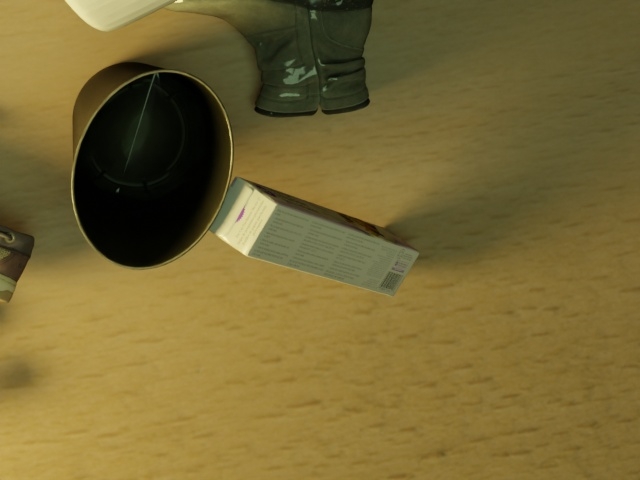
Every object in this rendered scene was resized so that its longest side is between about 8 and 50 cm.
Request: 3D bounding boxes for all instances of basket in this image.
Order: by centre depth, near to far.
[{"bbox_3d":[-0.186,-0.099,1.687,0.154,0.227,0.204,13,103,-16],"label":"basket"}]

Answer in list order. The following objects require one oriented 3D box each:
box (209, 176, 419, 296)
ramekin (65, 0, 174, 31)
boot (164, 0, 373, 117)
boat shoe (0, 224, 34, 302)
[{"bbox_3d":[0.000,0.000,1.749,0.324,0.063,0.067,16,106,-59],"label":"box"},{"bbox_3d":[-0.220,-0.338,1.585,0.135,0.277,0.277,-29,112,6],"label":"ramekin"},{"bbox_3d":[-0.058,-0.207,1.765,0.246,0.083,0.161,1,113,-12],"label":"boot"},{"bbox_3d":[-0.436,-0.037,1.725,0.285,0.103,0.092,32,77,-13],"label":"boat shoe"}]
